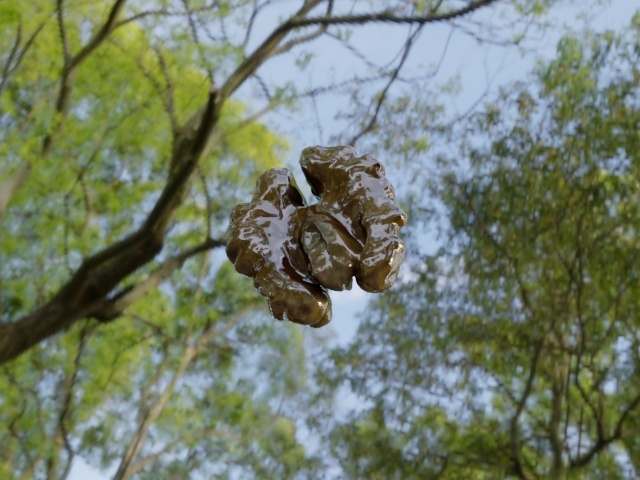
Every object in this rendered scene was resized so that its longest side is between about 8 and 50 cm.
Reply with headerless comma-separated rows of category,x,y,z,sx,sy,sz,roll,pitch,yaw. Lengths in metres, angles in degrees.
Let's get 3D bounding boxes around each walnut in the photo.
walnut,0.000,0.000,0.935,0.143,0.170,0.069,-27,-48,7
